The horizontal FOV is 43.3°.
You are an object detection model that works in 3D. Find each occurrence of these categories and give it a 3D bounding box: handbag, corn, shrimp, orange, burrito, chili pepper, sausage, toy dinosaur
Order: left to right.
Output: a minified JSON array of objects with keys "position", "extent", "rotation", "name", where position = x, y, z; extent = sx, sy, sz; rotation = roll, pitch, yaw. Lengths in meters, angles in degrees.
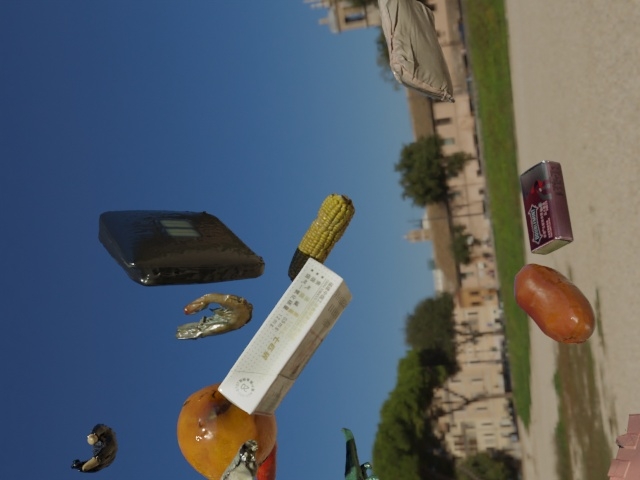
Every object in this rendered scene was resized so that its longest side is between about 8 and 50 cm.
[{"position":[-0.309,0.211,2.253],"extent":[0.173,0.253,0.058],"rotation":[62,-161,-46],"name":"shrimp"},{"position":[-0.228,0.461,1.978],"extent":[0.246,0.246,0.246],"rotation":[-6,-90,-78],"name":"orange"},{"position":[-0.175,0.494,1.642],"extent":[0.229,0.058,0.063],"rotation":[-60,41,25],"name":"burrito"},{"position":[-0.150,0.612,2.230],"extent":[0.071,0.063,0.272],"rotation":[-15,-72,-42],"name":"chili pepper"},{"position":[0.000,0.000,2.223],"extent":[0.292,0.101,0.101],"rotation":[-60,-4,15],"name":"corn"},{"position":[0.109,0.562,1.830],"extent":[0.079,0.120,0.292],"rotation":[44,-143,-61],"name":"toy dinosaur"},{"position":[0.559,0.146,1.923],"extent":[0.258,0.133,0.133],"rotation":[-123,16,-54],"name":"sausage"},{"position":[0.551,0.401,1.378],"extent":[0.212,0.059,0.157],"rotation":[-64,4,-17],"name":"handbag"}]

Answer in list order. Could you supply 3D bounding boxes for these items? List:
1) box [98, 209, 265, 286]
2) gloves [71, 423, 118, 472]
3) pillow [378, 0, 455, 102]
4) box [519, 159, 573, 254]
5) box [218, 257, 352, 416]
[{"position":[-0.359,0.018,2.039],"extent":[0.350,0.359,0.091],"rotation":[38,124,51],"name":"box"},{"position":[-0.642,0.619,2.321],"extent":[0.129,0.106,0.181],"rotation":[-55,13,15],"name":"gloves"},{"position":[0.211,-0.435,1.782],"extent":[0.173,0.067,0.270],"rotation":[10,-121,-32],"name":"pillow"},{"position":[0.590,-0.085,2.109],"extent":[0.120,0.069,0.224],"rotation":[143,129,-57],"name":"box"},{"position":[-0.066,0.213,1.712],"extent":[0.330,0.095,0.210],"rotation":[-54,-15,-7],"name":"box"}]
